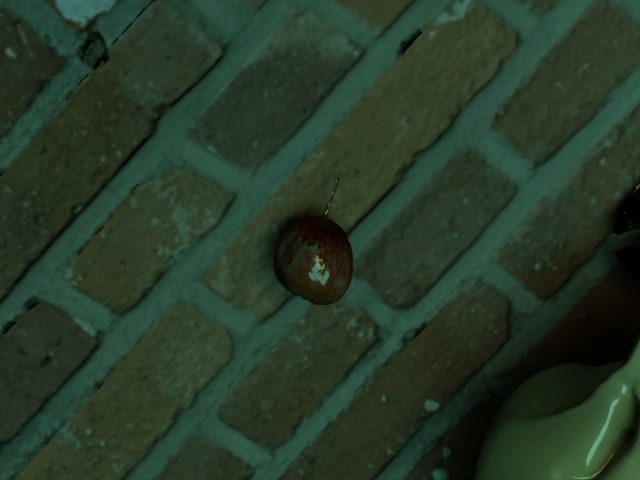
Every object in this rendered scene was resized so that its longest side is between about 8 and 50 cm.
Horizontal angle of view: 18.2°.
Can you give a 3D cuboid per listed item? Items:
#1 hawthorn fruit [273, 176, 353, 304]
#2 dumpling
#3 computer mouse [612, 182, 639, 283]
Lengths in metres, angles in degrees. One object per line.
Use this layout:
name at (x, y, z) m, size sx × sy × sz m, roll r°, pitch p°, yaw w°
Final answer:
hawthorn fruit at (0.000, 0.000, 1.613) m, size 0.066 × 0.067 × 0.103 m, roll 10°, pitch 107°, yaw -13°
dumpling at (0.267, 0.220, 1.661) m, size 0.315 × 0.233 × 0.395 m, roll -5°, pitch 128°, yaw -40°
computer mouse at (0.358, -0.017, 1.620) m, size 0.241 × 0.146 × 0.077 m, roll -8°, pitch 149°, yaw 11°
